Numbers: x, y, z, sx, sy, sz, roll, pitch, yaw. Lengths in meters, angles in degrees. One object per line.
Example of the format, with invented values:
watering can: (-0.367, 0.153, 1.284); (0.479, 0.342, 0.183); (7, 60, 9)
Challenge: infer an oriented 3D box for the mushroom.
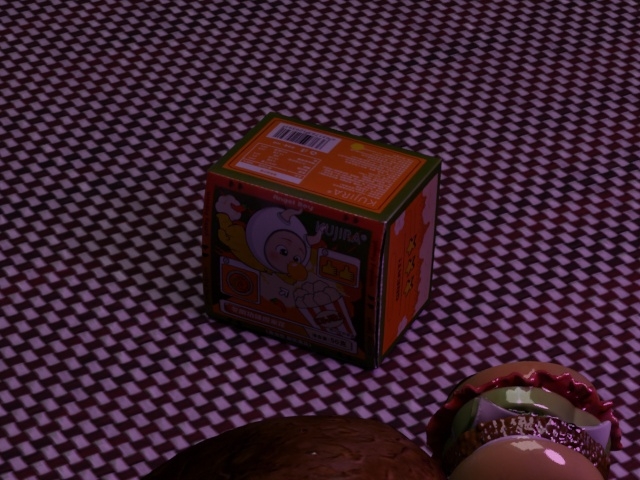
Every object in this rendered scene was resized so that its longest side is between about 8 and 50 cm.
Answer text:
mushroom: (-0.051, 0.249, 1.427); (0.345, 0.239, 0.345); (-17, 36, 13)

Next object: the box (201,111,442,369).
box: (0.000, 0.000, 1.901); (0.195, 0.177, 0.148); (17, 35, 20)

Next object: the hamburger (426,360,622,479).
hamburger: (0.173, 0.198, 1.643); (0.175, 0.175, 0.137); (3, 45, 1)
